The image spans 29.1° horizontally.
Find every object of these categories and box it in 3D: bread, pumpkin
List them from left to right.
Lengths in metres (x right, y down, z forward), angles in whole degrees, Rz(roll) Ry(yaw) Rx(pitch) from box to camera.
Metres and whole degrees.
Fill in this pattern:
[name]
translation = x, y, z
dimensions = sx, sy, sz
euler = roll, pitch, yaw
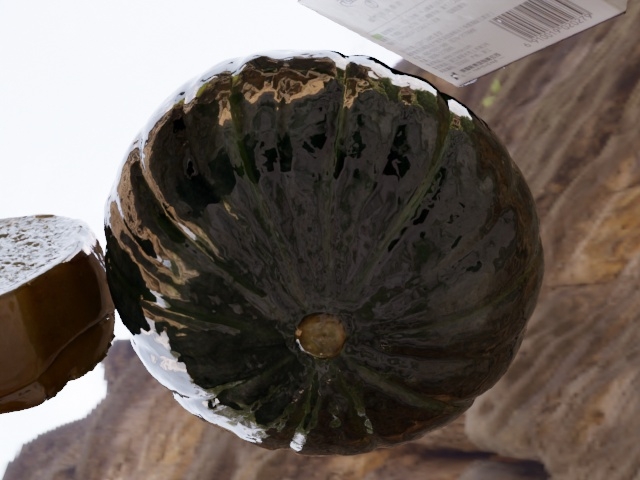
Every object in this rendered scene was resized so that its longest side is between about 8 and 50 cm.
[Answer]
[bread]
translation = -0.235, 0.049, 0.741
dimensions = 0.236, 0.236, 0.069
euler = -20, -71, -29
[pumpkin]
translation = 0.000, 0.000, 0.709
dimensions = 0.250, 0.250, 0.216
euler = 25, -140, -25

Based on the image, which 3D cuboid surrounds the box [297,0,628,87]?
[box]
translation = 0.128, -0.249, 1.097
dimensions = 0.195, 0.260, 0.111
euler = 25, -106, -23
